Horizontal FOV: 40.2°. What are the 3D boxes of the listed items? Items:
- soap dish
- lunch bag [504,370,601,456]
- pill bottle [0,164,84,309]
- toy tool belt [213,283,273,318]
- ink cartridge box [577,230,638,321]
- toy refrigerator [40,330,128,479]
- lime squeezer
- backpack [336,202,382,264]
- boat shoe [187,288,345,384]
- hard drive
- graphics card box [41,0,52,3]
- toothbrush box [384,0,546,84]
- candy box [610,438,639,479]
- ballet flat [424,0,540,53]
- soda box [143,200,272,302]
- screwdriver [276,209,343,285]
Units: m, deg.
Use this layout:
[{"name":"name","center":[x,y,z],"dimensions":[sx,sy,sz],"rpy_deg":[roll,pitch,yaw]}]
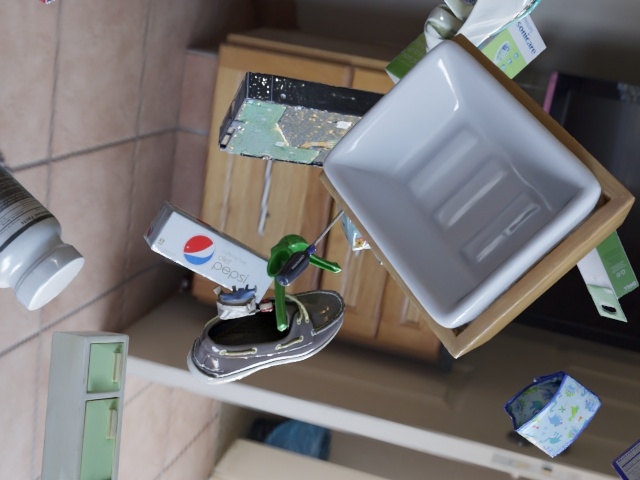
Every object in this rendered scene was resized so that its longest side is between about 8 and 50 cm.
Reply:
[{"name":"soap dish","center":[0.156,-0.050,0.926],"dimensions":[0.229,0.290,0.118],"rpy_deg":[-45,143,13]},{"name":"lunch bag","center":[0.467,0.336,1.743],"dimensions":[0.151,0.129,0.096],"rpy_deg":[-44,-150,18]},{"name":"pill bottle","center":[-0.561,-0.018,1.538],"dimensions":[0.162,0.278,0.162],"rpy_deg":[-46,177,-3]},{"name":"toy tool belt","center":[-0.115,0.086,1.298],"dimensions":[0.052,0.083,0.051],"rpy_deg":[-179,-101,-80]},{"name":"ink cartridge box","center":[0.609,0.063,1.868],"dimensions":[0.209,0.062,0.109],"rpy_deg":[64,-12,-9]},{"name":"toy refrigerator","center":[-0.403,0.294,1.507],"dimensions":[0.102,0.094,0.269],"rpy_deg":[9,84,-56]},{"name":"lime squeezer","center":[-0.047,0.051,1.433],"dimensions":[0.310,0.059,0.109],"rpy_deg":[-43,115,-68]},{"name":"backpack","center":[0.094,-0.075,1.229],"dimensions":[0.166,0.145,0.188],"rpy_deg":[-105,-159,-69]},{"name":"boat shoe","center":[-0.078,0.150,1.522],"dimensions":[0.324,0.116,0.096],"rpy_deg":[-17,149,-34]},{"name":"hard drive","center":[-0.002,-0.211,1.627],"dimensions":[0.237,0.339,0.064],"rpy_deg":[133,-40,-64]},{"name":"graphics card box","center":[-0.379,-0.599,1.590],"dimensions":[0.371,0.094,0.232],"rpy_deg":[-35,155,-37]},{"name":"toothbrush box","center":[0.319,-0.408,1.949],"dimensions":[0.283,0.206,0.122],"rpy_deg":[-41,129,1]},{"name":"candy box","center":[0.626,0.480,1.383],"dimensions":[0.122,0.268,0.317],"rpy_deg":[-39,-170,8]},{"name":"ballet flat","center":[0.276,-0.418,1.649],"dimensions":[0.400,0.139,0.139],"rpy_deg":[-38,-149,65]},{"name":"soda box","center":[-0.179,0.020,1.446],"dimensions":[0.073,0.216,0.069],"rpy_deg":[-58,-151,4]},{"name":"screwdriver","center":[0.000,0.000,1.080],"dimensions":[0.170,0.025,0.024],"rpy_deg":[-44,144,-36]}]
